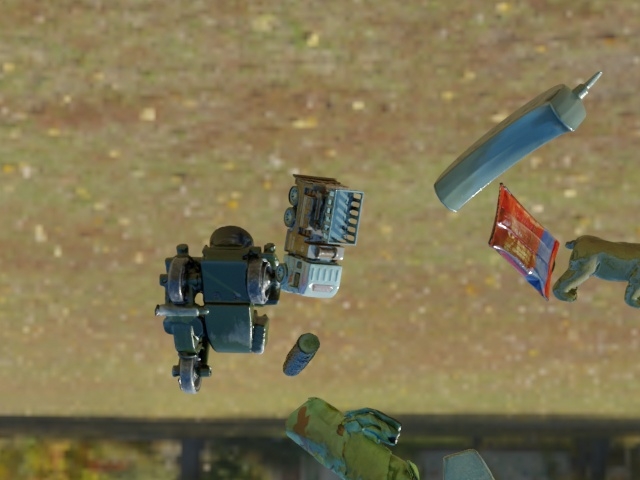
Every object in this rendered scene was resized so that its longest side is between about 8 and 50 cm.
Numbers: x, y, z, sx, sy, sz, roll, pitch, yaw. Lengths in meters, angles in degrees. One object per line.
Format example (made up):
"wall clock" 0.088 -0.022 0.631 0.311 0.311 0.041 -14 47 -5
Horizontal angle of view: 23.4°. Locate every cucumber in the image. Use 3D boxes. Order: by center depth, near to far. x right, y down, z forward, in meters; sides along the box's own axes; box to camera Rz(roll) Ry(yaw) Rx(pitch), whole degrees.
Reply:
"cucumber" -0.029 0.157 2.076 0.032 0.032 0.133 2 159 -12

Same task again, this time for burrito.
"burrito" 0.048 0.262 2.010 0.054 0.104 0.288 12 -170 -36

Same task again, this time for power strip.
"power strip" 0.224 -0.117 1.710 0.216 0.044 0.137 -36 -175 29

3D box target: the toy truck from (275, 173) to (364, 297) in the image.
"toy truck" 0.001 0.000 2.265 0.080 0.178 0.115 4 -170 -31

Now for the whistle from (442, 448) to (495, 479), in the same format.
"whistle" 0.227 0.417 2.085 0.186 0.274 0.093 -18 175 6

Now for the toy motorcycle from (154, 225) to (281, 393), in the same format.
"toy motorcycle" -0.158 0.112 2.480 0.205 0.275 0.127 0 -152 8

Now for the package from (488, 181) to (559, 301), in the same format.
"package" 0.259 0.004 1.957 0.022 0.083 0.200 5 159 33

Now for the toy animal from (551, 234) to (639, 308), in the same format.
"toy animal" 0.460 0.033 2.306 0.218 0.101 0.103 6 -144 9
